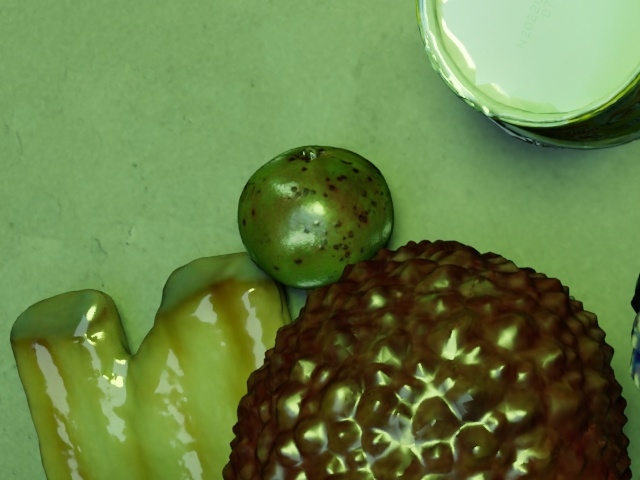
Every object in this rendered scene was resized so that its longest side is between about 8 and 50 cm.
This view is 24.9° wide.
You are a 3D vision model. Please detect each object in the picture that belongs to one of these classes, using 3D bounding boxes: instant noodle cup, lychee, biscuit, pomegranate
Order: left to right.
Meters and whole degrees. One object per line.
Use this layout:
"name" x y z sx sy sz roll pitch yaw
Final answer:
"biscuit" -0.106 0.166 1.116 0.236 0.062 0.291 -15 90 21
"pomegranate" 0.000 0.000 1.039 0.114 0.114 0.142 2 120 21
"lychee" 0.079 0.131 0.947 0.264 0.300 0.264 41 148 33
"instant noodle cup" 0.156 -0.157 0.936 0.205 0.153 0.205 2 95 21

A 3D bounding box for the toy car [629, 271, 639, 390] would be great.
"toy car" 0.278 0.049 0.867 0.172 0.235 0.158 25 137 20
